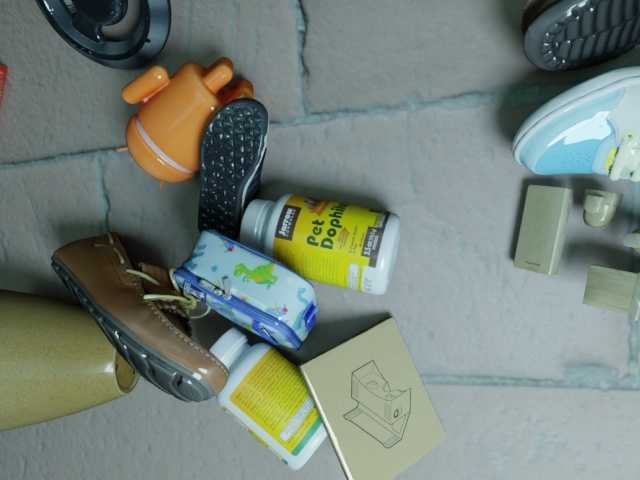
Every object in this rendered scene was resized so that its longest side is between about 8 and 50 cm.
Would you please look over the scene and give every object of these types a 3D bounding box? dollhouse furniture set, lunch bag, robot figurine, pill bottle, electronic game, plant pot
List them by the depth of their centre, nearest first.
[{"bbox_3d":[0.364,0.008,0.599,0.151,0.123,0.144,16,101,48],"label":"dollhouse furniture set"},{"bbox_3d":[-0.088,0.077,0.623,0.176,0.219,0.090,26,74,10],"label":"lunch bag"},{"bbox_3d":[0.000,0.000,0.646,0.215,0.117,0.117,11,98,13],"label":"pill bottle"},{"bbox_3d":[-0.200,-0.175,0.677,0.219,0.158,0.128,-38,69,15],"label":"robot figurine"},{"bbox_3d":[-0.336,-0.374,0.684,0.229,0.048,0.229,8,134,9],"label":"electronic game"},{"bbox_3d":[-0.082,0.232,0.691,0.208,0.117,0.117,37,103,9],"label":"pill bottle"},{"bbox_3d":[-0.438,0.192,0.741,0.254,0.237,0.237,-2,95,1],"label":"plant pot"}]

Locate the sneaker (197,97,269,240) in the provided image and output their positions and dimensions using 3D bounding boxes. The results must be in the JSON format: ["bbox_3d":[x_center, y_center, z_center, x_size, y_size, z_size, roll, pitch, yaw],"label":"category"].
[{"bbox_3d":[-0.128,-0.101,0.665,0.084,0.097,0.234,24,120,1],"label":"sneaker"}]

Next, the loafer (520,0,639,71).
[{"bbox_3d":[0.385,-0.337,0.524,0.366,0.134,0.130,-32,60,6],"label":"loafer"}]

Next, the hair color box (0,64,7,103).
[{"bbox_3d":[-0.623,-0.257,0.814,0.072,0.043,0.141,16,101,-9],"label":"hair color box"}]

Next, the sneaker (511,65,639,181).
[{"bbox_3d":[0.392,-0.084,0.486,0.319,0.127,0.208,-11,57,14],"label":"sneaker"}]

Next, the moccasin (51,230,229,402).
[{"bbox_3d":[-0.254,0.093,0.671,0.380,0.147,0.139,26,142,40],"label":"moccasin"}]

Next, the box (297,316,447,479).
[{"bbox_3d":[0.078,0.233,0.649,0.164,0.021,0.201,-23,88,-23],"label":"box"}]

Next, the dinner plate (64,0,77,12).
[{"bbox_3d":[-0.433,-0.454,0.769,0.141,0.017,0.141,2,97,15],"label":"dinner plate"}]
